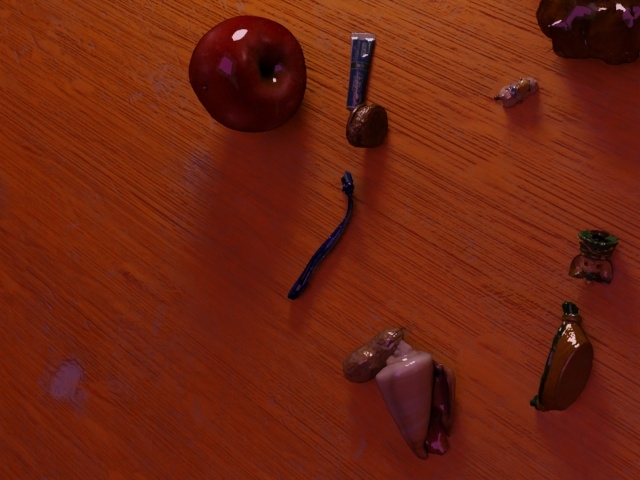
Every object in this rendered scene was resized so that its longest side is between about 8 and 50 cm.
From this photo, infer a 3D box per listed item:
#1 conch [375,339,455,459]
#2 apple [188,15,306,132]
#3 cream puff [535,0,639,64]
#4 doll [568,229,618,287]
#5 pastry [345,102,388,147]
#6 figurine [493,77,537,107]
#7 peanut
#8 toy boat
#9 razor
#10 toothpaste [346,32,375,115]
[{"bbox_3d":[0.196,0.327,1.531,0.127,0.158,0.255,-144,46,-66],"label":"conch"},{"bbox_3d":[-0.165,-0.368,1.628,0.217,0.260,0.260,0,90,52],"label":"apple"},{"bbox_3d":[0.526,-0.430,1.325,0.269,0.155,0.241,31,99,31],"label":"cream puff"},{"bbox_3d":[0.522,0.029,1.388,0.078,0.076,0.113,12,129,19],"label":"doll"},{"bbox_3d":[0.100,-0.248,1.576,0.057,0.097,0.109,15,60,36],"label":"pastry"},{"bbox_3d":[0.389,-0.297,1.450,0.083,0.051,0.047,-30,82,25],"label":"figurine"},{"bbox_3d":[0.115,0.250,1.582,0.174,0.080,0.080,-44,72,22],"label":"peanut"},{"bbox_3d":[0.469,0.235,1.406,0.088,0.089,0.229,37,112,64],"label":"toy boat"},{"bbox_3d":[0.012,0.004,1.653,0.056,0.093,0.324,23,108,-10],"label":"razor"},{"bbox_3d":[0.084,-0.363,1.619,0.057,0.035,0.197,7,93,12],"label":"toothpaste"}]
